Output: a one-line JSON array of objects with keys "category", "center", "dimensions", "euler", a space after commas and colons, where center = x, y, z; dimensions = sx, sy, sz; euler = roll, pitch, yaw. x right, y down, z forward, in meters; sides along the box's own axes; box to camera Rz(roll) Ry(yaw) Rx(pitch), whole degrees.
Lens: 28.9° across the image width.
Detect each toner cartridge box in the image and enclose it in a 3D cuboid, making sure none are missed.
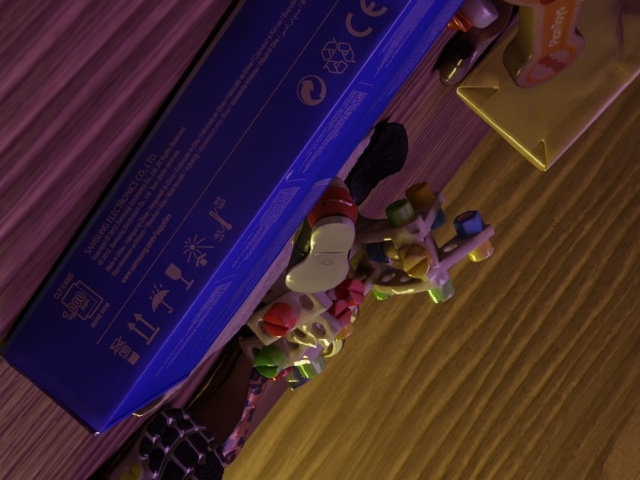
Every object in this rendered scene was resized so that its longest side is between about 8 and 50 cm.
[{"category": "toner cartridge box", "center": [-0.029, -0.061, 0.701], "dimensions": [0.348, 0.075, 0.165], "euler": [-54, 175, 11]}]

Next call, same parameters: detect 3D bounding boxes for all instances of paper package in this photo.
[{"category": "paper package", "center": [0.357, -0.275, 1.766], "dimensions": [0.309, 0.168, 0.325], "euler": [-48, 179, 15]}]

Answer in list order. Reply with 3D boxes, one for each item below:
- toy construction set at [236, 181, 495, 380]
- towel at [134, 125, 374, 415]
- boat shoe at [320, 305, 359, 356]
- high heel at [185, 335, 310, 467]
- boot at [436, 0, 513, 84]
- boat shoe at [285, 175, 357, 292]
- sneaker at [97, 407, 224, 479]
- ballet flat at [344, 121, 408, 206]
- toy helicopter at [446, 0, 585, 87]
[{"category": "toy construction set", "center": [0.026, 0.052, 1.318], "dimensions": [0.215, 0.151, 0.327], "euler": [-11, -170, 38]}, {"category": "towel", "center": [-0.058, 0.014, 1.048], "dimensions": [0.282, 0.049, 0.187], "euler": [-56, 173, 29]}, {"category": "boat shoe", "center": [-0.013, 0.125, 1.945], "dimensions": [0.095, 0.095, 0.257], "euler": [-14, 159, -14]}, {"category": "high heel", "center": [-0.129, 0.187, 1.518], "dimensions": [0.261, 0.093, 0.186], "euler": [-39, 148, -14]}, {"category": "boot", "center": [0.180, -0.238, 1.478], "dimensions": [0.118, 0.042, 0.087], "euler": [-50, 180, -12]}, {"category": "boat shoe", "center": [0.000, 0.000, 0.980], "dimensions": [0.137, 0.049, 0.043], "euler": [110, -23, -60]}, {"category": "sneaker", "center": [-0.206, 0.274, 1.331], "dimensions": [0.118, 0.107, 0.279], "euler": [-35, -179, 32]}, {"category": "ballet flat", "center": [0.052, -0.087, 1.374], "dimensions": [0.049, 0.058, 0.173], "euler": [-8, -157, 34]}, {"category": "toy helicopter", "center": [0.199, -0.229, 1.129], "dimensions": [0.235, 0.140, 0.355], "euler": [-30, 159, -6]}]
